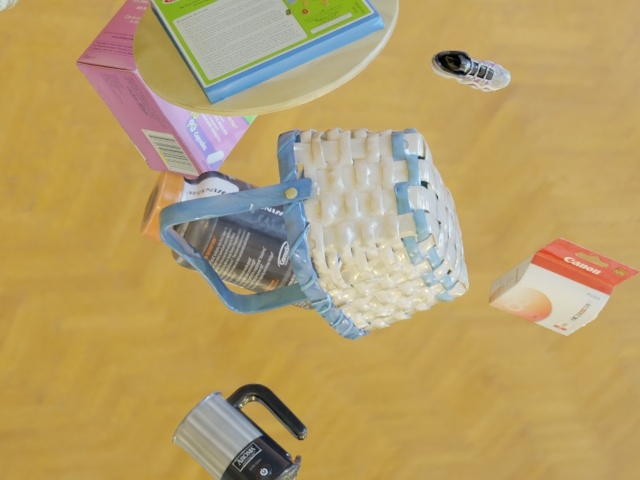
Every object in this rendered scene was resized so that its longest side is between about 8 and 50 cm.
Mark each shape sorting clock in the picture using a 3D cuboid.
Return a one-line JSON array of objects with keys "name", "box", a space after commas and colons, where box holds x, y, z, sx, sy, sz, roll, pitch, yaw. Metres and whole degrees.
[{"name": "shape sorting clock", "box": [-0.042, -0.165, 1.060, 0.206, 0.206, 0.040, -20, 140, -4]}]

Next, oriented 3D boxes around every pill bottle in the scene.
[{"name": "pill bottle", "box": [-0.100, -0.008, 1.759, 0.245, 0.130, 0.130, 20, 134, -16]}]

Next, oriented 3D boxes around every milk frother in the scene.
[{"name": "milk frother", "box": [-0.090, 0.258, 1.672, 0.129, 0.135, 0.143, -37, 159, -34]}]

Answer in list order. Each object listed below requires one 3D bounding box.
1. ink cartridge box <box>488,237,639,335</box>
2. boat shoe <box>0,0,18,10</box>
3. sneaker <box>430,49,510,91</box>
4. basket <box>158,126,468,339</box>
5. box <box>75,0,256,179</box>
[{"name": "ink cartridge box", "box": [0.352, 0.070, 2.018, 0.145, 0.045, 0.179, 22, 150, -18]}, {"name": "boat shoe", "box": [-0.467, -0.335, 1.593, 0.089, 0.285, 0.104, -26, 151, -49]}, {"name": "sneaker", "box": [0.179, -0.203, 1.657, 0.098, 0.038, 0.069, 12, -179, 5]}, {"name": "basket", "box": [0.000, 0.000, 1.489, 0.289, 0.201, 0.255, -15, 154, 10]}, {"name": "box", "box": [-0.172, -0.243, 1.879, 0.243, 0.117, 0.213, -56, 138, -25]}]
